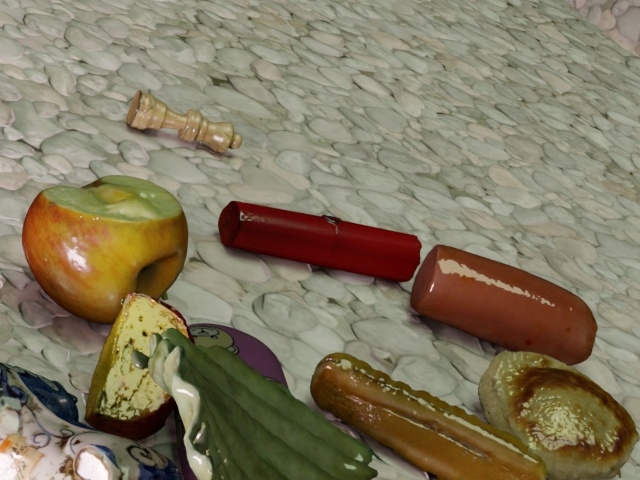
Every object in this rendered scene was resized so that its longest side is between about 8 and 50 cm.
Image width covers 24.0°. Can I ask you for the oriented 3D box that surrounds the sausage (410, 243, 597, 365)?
[{"bbox_3d":[0.255,0.090,2.037,0.259,0.113,0.113,20,24,-9],"label":"sausage"}]

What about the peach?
[{"bbox_3d":[-0.179,0.136,1.523,0.092,0.127,0.172,20,28,-15],"label":"peach"}]

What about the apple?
[{"bbox_3d":[-0.245,0.004,1.694,0.173,0.160,0.195,38,26,21],"label":"apple"}]

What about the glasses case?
[{"bbox_3d":[-0.088,0.185,1.565,0.123,0.076,0.316,18,25,-18],"label":"glasses case"}]

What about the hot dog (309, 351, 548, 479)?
[{"bbox_3d":[0.121,0.214,1.704,0.289,0.083,0.068,28,5,9],"label":"hot dog"}]

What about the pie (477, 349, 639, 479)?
[{"bbox_3d":[0.289,0.214,1.840,0.179,0.084,0.205,13,29,-22],"label":"pie"}]

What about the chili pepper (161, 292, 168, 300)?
[{"bbox_3d":[-0.229,0.004,1.857,0.049,0.043,0.208,-1,32,-21],"label":"chili pepper"}]

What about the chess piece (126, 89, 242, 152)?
[{"bbox_3d":[-0.197,-0.170,2.230,0.172,0.060,0.060,18,24,-19],"label":"chess piece"}]

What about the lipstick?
[{"bbox_3d":[0.000,0.001,2.036,0.279,0.073,0.073,11,27,-24],"label":"lipstick"}]

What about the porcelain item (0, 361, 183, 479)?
[{"bbox_3d":[-0.236,0.207,1.350,0.288,0.138,0.186,29,7,22],"label":"porcelain item"}]

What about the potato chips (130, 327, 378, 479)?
[{"bbox_3d":[-0.030,0.225,1.334,0.389,0.097,0.373,35,24,-51],"label":"potato chips"}]
